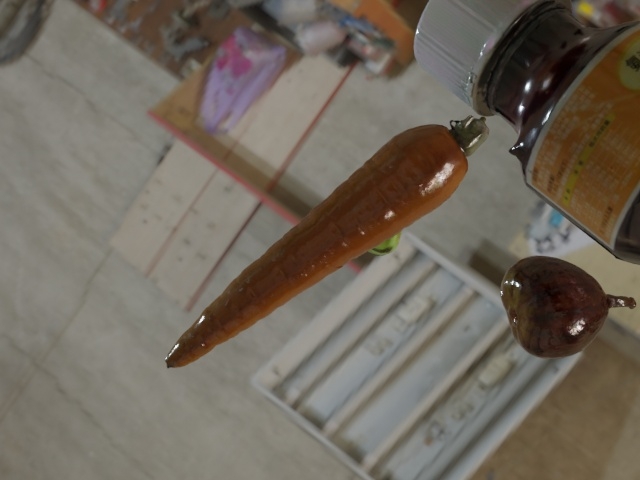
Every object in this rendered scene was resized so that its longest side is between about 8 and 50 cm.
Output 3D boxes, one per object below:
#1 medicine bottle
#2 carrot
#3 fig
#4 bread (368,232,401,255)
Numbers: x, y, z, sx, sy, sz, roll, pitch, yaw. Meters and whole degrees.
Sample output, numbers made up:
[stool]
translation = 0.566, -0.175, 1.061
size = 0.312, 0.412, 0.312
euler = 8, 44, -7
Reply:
[medicine bottle]
translation = 0.288, -0.159, 1.344
size = 0.395, 0.242, 0.242
euler = 37, -176, 23
[carrot]
translation = 0.000, 0.000, 0.978
size = 0.069, 0.336, 0.069
euler = 54, -175, -7
[fig]
translation = 0.366, 0.106, 1.776
size = 0.202, 0.149, 0.148
euler = 11, 155, 15
[bread]
translation = 0.088, -0.043, 1.753
size = 0.071, 0.139, 0.130
euler = 8, 147, 6
